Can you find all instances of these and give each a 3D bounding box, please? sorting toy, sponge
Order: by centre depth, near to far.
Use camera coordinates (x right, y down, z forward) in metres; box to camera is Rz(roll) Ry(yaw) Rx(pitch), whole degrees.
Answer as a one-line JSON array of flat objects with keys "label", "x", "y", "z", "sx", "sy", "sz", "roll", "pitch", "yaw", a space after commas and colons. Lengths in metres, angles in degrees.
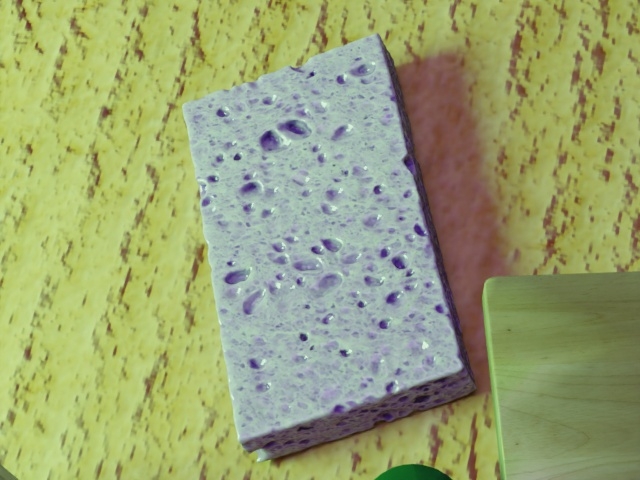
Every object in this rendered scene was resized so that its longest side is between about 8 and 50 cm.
[{"label": "sorting toy", "x": 0.151, "y": 0.082, "z": 0.751, "sx": 0.274, "sy": 0.046, "sz": 0.132, "roll": -2, "pitch": 61, "yaw": -2}, {"label": "sponge", "x": 0.000, "y": 0.000, "z": 0.874, "sx": 0.117, "sy": 0.031, "sz": 0.210, "roll": -18, "pitch": 57, "yaw": 10}]

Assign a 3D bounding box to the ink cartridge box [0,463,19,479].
[{"label": "ink cartridge box", "x": -0.177, "y": 0.170, "z": 0.807, "sx": 0.052, "sy": 0.088, "sz": 0.122, "roll": 3, "pitch": 64, "yaw": 18}]
